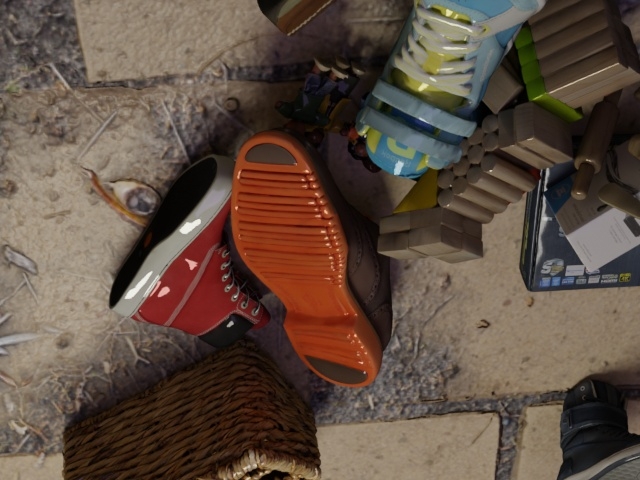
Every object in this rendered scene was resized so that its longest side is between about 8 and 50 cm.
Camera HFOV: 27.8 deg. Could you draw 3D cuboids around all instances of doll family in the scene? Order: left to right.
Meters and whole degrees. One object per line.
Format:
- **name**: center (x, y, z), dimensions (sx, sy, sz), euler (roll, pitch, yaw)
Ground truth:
- **doll family**: center (0.035, -0.128, 1.377), dimensions (0.193, 0.076, 0.111), euler (18, 115, -22)

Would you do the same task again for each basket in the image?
- **basket**: center (-0.147, 0.306, 1.557), dimensions (0.299, 0.223, 0.213), euler (-28, 123, 10)

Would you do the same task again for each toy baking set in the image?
- **toy baking set**: center (0.350, -0.099, 1.323), dimensions (0.197, 0.256, 0.030), euler (1, 143, 43)

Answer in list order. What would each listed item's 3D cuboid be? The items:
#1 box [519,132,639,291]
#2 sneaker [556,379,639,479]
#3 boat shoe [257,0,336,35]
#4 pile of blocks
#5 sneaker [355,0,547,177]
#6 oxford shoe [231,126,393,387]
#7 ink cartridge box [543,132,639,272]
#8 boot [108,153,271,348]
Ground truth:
- **box**: center (0.354, -0.033, 1.492), dimensions (0.233, 0.059, 0.183), euler (-3, 123, -5)
- **sneaker**: center (0.377, 0.235, 1.603), dimensions (0.086, 0.163, 0.226), euler (31, 142, -21)
- **boat shoe**: center (0.077, -0.313, 1.230), dimensions (0.120, 0.122, 0.324), euler (33, 114, -32)
- **pile of blocks**: center (0.202, -0.115, 1.384), dimensions (0.362, 0.149, 0.112), euler (-47, 143, 20)
- **sneaker**: center (0.113, -0.165, 1.196), dimensions (0.127, 0.319, 0.208), euler (27, 84, 10)
- **oxford shoe**: center (0.000, 0.000, 1.422), dimensions (0.130, 0.133, 0.363), euler (9, 139, 25)
- **ink cartridge box**: center (0.339, -0.056, 1.378), dimensions (0.180, 0.104, 0.060), euler (-32, 118, 12)
- **boot**: center (-0.107, 0.019, 1.453), dimensions (0.176, 0.088, 0.244), euler (23, 126, -22)
